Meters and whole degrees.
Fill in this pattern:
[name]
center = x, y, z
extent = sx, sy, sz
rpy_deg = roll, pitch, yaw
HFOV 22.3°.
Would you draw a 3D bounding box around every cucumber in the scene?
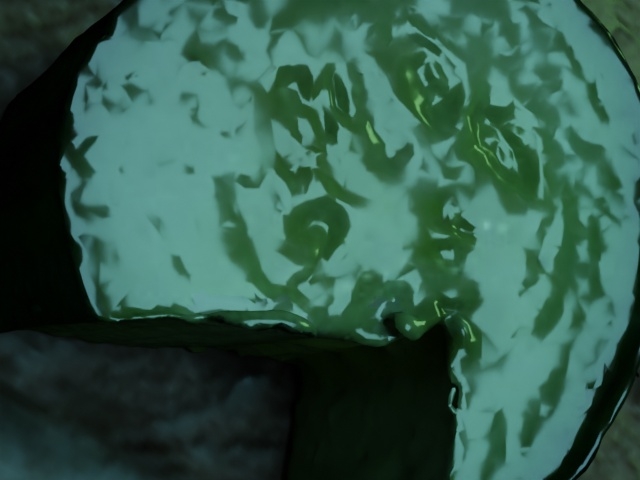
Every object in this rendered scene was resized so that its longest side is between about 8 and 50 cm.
[cucumber]
center = 0.000, -0.010, 0.497
extent = 0.191, 0.130, 0.191
rpy_deg = 10, 70, -31
